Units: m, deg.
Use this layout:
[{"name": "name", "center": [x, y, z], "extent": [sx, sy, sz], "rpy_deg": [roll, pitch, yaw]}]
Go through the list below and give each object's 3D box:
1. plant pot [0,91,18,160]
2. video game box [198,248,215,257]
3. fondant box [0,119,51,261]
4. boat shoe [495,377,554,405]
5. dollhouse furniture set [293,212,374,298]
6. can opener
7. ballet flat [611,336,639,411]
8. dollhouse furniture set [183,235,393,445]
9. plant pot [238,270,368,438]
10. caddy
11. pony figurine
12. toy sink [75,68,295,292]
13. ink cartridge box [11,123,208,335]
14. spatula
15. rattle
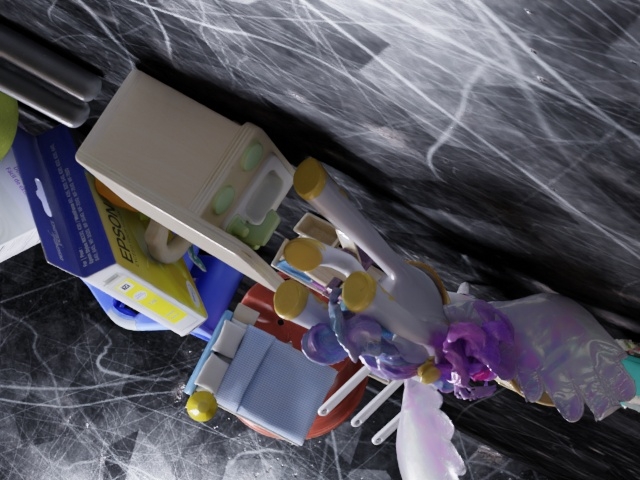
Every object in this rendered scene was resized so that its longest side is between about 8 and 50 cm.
[{"name": "plant pot", "center": [-0.577, -0.188, 2.041], "extent": [0.275, 0.274, 0.293], "rpy_deg": [21, -175, 41]}, {"name": "video game box", "center": [-0.240, -0.026, 2.529], "extent": [0.205, 0.048, 0.187], "rpy_deg": [33, 168, -26]}, {"name": "fondant box", "center": [-0.557, -0.066, 2.190], "extent": [0.238, 0.330, 0.096], "rpy_deg": [52, 134, 6]}, {"name": "boat shoe", "center": [0.276, 0.179, 2.066], "extent": [0.170, 0.063, 0.059], "rpy_deg": [29, -178, 18]}, {"name": "dollhouse furniture set", "center": [0.000, 0.000, 1.837], "extent": [0.114, 0.091, 0.081], "rpy_deg": [27, 157, 30]}, {"name": "can opener", "center": [-0.391, -0.236, 1.764], "extent": [0.283, 0.076, 0.095], "rpy_deg": [28, -156, -2]}, {"name": "ballet flat", "center": [0.386, 0.157, 1.551], "extent": [0.077, 0.091, 0.241], "rpy_deg": [-7, -155, -45]}, {"name": "dollhouse furniture set", "center": [-0.009, 0.176, 2.114], "extent": [0.286, 0.303, 0.198], "rpy_deg": [29, 172, -6]}, {"name": "plant pot", "center": [-0.044, 0.180, 2.476], "extent": [0.272, 0.272, 0.265], "rpy_deg": [28, 164, 6]}, {"name": "caddy", "center": [-0.294, 0.067, 2.494], "extent": [0.241, 0.179, 0.341], "rpy_deg": [35, 169, -40]}, {"name": "pony figurine", "center": [0.122, 0.109, 1.580], "extent": [0.363, 0.303, 0.351], "rpy_deg": [31, -156, -38]}, {"name": "toy sink", "center": [-0.119, -0.067, 1.609], "extent": [0.234, 0.131, 0.153], "rpy_deg": [30, 173, 24]}, {"name": "ink cartridge box", "center": [-0.321, -0.033, 2.207], "extent": [0.307, 0.072, 0.303], "rpy_deg": [40, -160, -50]}, {"name": "spatula", "center": [0.116, 0.193, 2.124], "extent": [0.168, 0.242, 0.019], "rpy_deg": [31, -156, -37]}, {"name": "rattle", "center": [-0.242, -0.027, 2.217], "extent": [0.143, 0.130, 0.200], "rpy_deg": [3, 173, 15]}]
